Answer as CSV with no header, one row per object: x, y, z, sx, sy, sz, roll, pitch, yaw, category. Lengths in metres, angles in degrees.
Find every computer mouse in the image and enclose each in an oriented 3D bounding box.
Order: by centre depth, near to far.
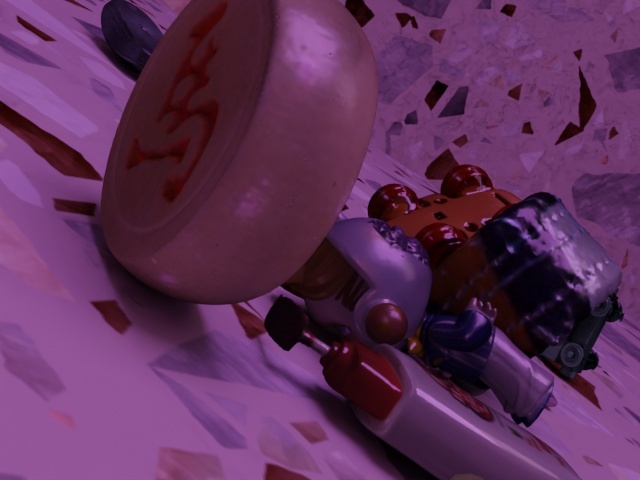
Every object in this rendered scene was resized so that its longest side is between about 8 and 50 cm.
-0.296,-0.311,1.462,0.113,0.068,0.229,15,32,-47,computer mouse

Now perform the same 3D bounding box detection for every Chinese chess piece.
-0.071,-0.082,0.702,0.102,0.273,0.273,24,16,-32,Chinese chess piece

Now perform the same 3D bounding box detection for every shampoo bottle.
0.080,0.138,0.741,0.284,0.071,0.153,35,5,-7,shampoo bottle

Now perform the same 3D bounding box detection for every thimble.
0.222,0.057,1.011,0.150,0.237,0.237,53,16,13,thimble

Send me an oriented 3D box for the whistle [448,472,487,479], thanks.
0.026,0.172,0.363,0.106,0.131,0.288,-3,-9,29,whistle

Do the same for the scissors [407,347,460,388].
0.146,0.169,0.928,0.176,0.022,0.085,40,21,26,scissors

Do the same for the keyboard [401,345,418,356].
0.109,0.118,1.040,0.176,0.014,0.055,21,20,-50,keyboard

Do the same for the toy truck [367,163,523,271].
0.197,0.039,1.271,0.264,0.239,0.189,-15,34,-18,toy truck

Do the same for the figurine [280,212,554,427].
0.096,0.075,0.855,0.274,0.133,0.194,30,-3,26,figurine

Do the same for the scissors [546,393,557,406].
0.241,0.175,1.175,0.110,0.021,0.212,42,12,36,scissors

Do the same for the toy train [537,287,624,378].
0.427,0.141,1.474,0.099,0.172,0.070,30,6,40,toy train
